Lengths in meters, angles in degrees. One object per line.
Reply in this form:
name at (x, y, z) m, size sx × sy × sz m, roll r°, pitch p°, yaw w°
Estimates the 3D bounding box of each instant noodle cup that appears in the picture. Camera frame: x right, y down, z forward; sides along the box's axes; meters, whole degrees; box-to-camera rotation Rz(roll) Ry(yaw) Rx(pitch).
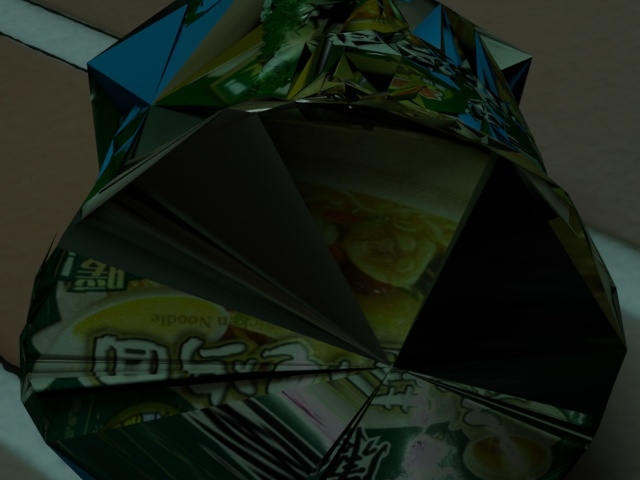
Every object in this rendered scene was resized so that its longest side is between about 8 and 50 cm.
instant noodle cup at (0.000, 0.000, 0.738) m, size 0.240 × 0.240 × 0.178 m, roll -14°, pitch 32°, yaw 7°
